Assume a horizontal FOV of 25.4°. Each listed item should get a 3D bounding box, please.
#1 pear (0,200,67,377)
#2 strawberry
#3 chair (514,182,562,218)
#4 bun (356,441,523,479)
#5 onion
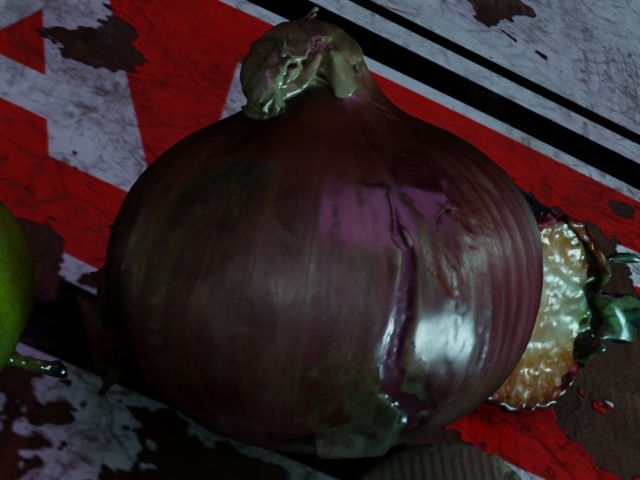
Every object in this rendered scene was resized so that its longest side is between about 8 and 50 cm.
[{"bbox_3d":[-0.272,0.048,1.007,0.216,0.166,0.180,45,12,-20],"label":"pear"},{"bbox_3d":[0.171,0.068,1.359,0.286,0.188,0.106,-5,8,-24],"label":"strawberry"},{"bbox_3d":[0.221,-0.007,1.554,0.106,0.113,0.229,37,34,7],"label":"chair"},{"bbox_3d":[0.095,0.241,1.067,0.166,0.113,0.173,22,45,26],"label":"bun"},{"bbox_3d":[-0.011,0.032,1.093,0.353,0.353,0.353,22,31,-14],"label":"onion"}]
